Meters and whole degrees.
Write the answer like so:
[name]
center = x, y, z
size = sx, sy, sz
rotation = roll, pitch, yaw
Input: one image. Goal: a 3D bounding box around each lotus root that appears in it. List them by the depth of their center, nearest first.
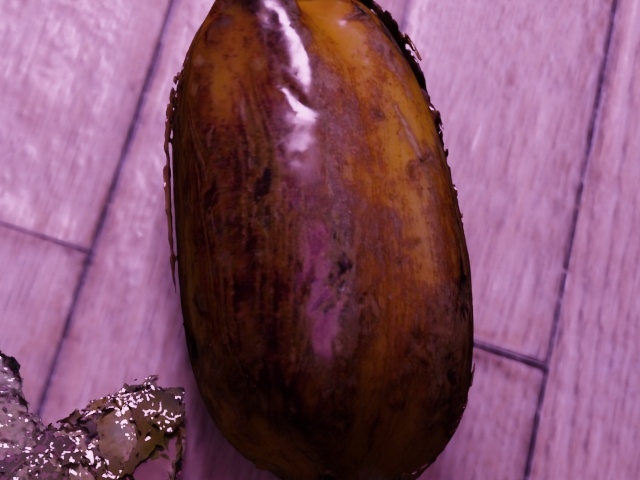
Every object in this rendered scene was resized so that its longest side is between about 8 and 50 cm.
[lotus root]
center = 0.000, 0.000, 0.934
size = 0.195, 0.179, 0.398
rotation = -1, 72, -14

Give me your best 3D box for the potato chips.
[potato chips]
center = -0.198, 0.136, 0.912
size = 0.219, 0.029, 0.202
rotation = 6, 65, -10
